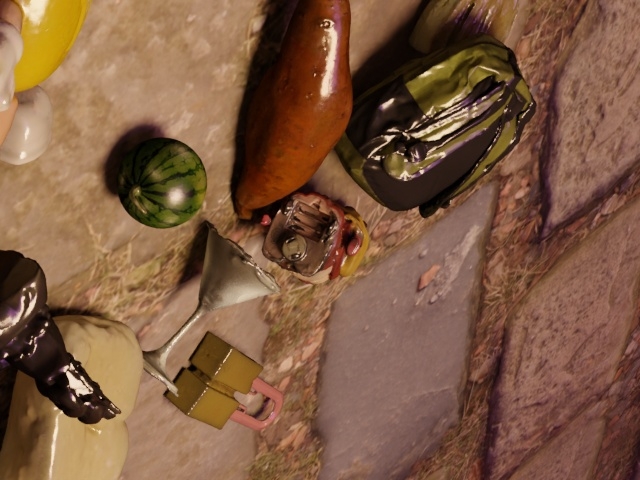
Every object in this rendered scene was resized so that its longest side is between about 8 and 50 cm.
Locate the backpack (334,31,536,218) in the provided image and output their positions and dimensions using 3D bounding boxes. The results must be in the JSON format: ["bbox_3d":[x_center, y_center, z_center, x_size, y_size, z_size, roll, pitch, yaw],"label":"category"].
[{"bbox_3d":[0.148,-0.143,2.016,0.253,0.140,0.207,-35,153,9],"label":"backpack"}]

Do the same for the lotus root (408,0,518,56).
[{"bbox_3d":[0.187,-0.292,2.058,0.143,0.070,0.144,17,106,-49],"label":"lotus root"}]

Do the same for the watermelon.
[{"bbox_3d":[-0.173,-0.061,1.730,0.109,0.109,0.109,-36,143,-32],"label":"watermelon"}]

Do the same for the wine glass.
[{"bbox_3d":[-0.146,0.085,1.900,0.183,0.122,0.122,-47,149,-5],"label":"wine glass"}]

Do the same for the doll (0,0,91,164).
[{"bbox_3d":[-0.268,-0.188,1.341,0.423,0.161,0.348,125,-29,-66],"label":"doll"}]

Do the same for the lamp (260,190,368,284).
[{"bbox_3d":[0.000,0.000,2.016,0.118,0.118,0.253,-58,170,1],"label":"lamp"}]

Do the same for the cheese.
[{"bbox_3d":[-0.283,0.211,1.788,0.159,0.093,0.263,5,98,-60],"label":"cheese"}]

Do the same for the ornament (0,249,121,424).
[{"bbox_3d":[-0.280,0.107,1.551,0.106,0.251,0.260,-50,127,-15],"label":"ornament"}]

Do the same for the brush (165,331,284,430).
[{"bbox_3d":[-0.109,0.200,2.113,0.103,0.047,0.233,-56,151,-3],"label":"brush"}]

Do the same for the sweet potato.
[{"bbox_3d":[-0.021,-0.152,1.839,0.112,0.112,0.359,-20,148,-46],"label":"sweet potato"}]
